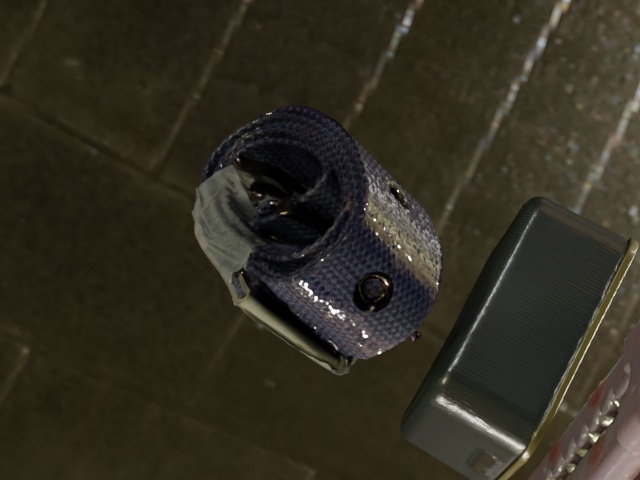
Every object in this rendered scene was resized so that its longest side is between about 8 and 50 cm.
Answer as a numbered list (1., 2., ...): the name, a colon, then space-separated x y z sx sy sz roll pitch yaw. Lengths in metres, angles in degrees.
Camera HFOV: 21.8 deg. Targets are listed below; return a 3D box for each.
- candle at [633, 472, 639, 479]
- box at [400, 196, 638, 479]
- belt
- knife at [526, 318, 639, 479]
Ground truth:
1. candle: 0.229 0.268 1.325 0.131 0.317 0.287 48 34 -12
2. box: 0.145 0.076 1.244 0.201 0.090 0.144 -60 176 -24
3. belt: 0.000 0.000 1.195 0.139 0.230 0.126 -45 122 1
4. knife: 0.133 0.136 0.924 0.038 0.132 0.399 15 145 -7
